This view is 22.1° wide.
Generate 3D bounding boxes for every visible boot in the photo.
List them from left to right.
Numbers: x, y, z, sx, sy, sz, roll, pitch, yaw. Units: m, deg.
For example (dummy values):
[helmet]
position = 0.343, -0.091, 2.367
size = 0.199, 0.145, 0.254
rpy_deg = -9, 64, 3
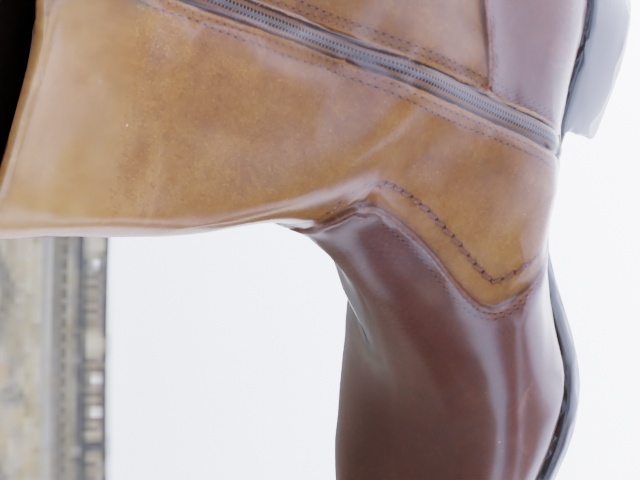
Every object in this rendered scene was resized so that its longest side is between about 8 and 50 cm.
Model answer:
[boot]
position = 0.000, 0.000, 0.509
size = 0.096, 0.280, 0.264
rpy_deg = 23, -81, 31
